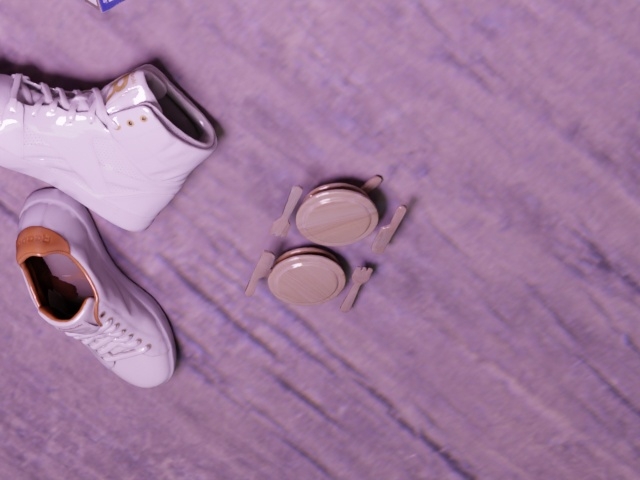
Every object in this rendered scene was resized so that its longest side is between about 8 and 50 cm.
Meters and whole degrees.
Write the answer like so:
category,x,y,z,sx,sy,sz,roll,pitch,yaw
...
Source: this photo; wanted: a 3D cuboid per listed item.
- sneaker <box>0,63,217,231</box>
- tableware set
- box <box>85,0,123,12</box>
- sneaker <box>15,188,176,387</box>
category,x,y,z,sx,sy,sz,roll,pitch,yaw
sneaker,-0.246,-0.138,1.609,0.292,0.108,0.169,28,128,-27
tableware set,0.000,0.000,1.725,0.128,0.039,0.194,10,138,-16
box,-0.125,-0.311,1.407,0.036,0.225,0.136,34,147,42
sneaker,-0.260,0.086,1.784,0.105,0.123,0.290,-18,127,20
